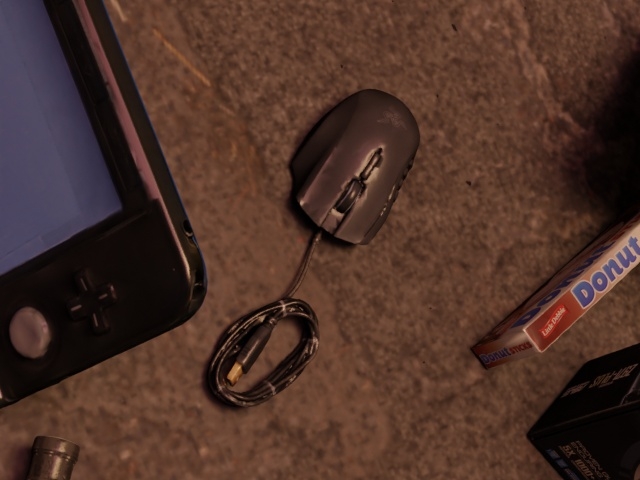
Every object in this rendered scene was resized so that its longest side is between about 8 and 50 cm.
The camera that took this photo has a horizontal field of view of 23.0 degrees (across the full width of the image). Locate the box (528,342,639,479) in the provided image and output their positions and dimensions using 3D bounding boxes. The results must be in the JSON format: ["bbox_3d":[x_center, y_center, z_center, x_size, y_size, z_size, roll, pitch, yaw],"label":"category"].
[{"bbox_3d":[0.247,0.151,0.999,0.180,0.147,0.077,48,60,-6],"label":"box"}]

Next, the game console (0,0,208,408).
[{"bbox_3d":[-0.238,-0.046,0.814,0.173,0.250,0.293,-15,81,-56],"label":"game console"}]

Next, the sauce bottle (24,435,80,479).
[{"bbox_3d":[-0.159,0.170,0.856,0.042,0.042,0.128,20,65,-20],"label":"sauce bottle"}]

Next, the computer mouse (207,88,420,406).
[{"bbox_3d":[0.000,0.000,0.985,0.071,0.041,0.242,33,64,-15],"label":"computer mouse"}]

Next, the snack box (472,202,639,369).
[{"bbox_3d":[0.179,0.023,1.051,0.178,0.064,0.022,-38,95,-30],"label":"snack box"}]
